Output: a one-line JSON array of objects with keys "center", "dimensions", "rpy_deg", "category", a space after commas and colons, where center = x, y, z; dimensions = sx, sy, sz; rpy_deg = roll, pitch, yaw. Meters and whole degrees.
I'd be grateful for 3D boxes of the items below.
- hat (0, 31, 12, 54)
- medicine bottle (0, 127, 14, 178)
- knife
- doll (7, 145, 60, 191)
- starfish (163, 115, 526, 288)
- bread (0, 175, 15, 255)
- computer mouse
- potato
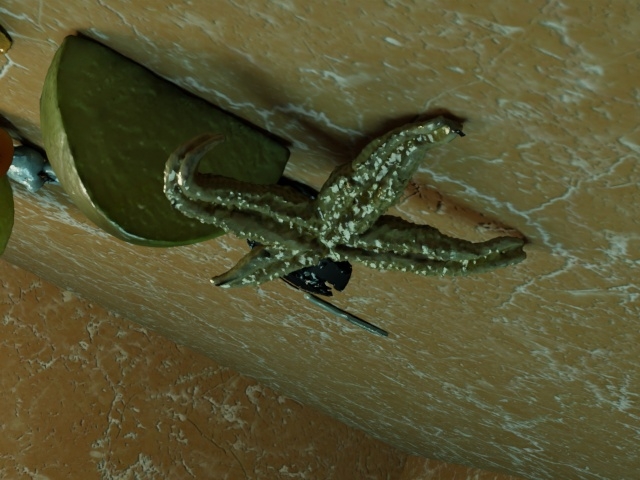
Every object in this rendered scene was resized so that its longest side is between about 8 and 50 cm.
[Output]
[{"center": [-0.585, -0.220, 1.221], "dimensions": [0.244, 0.233, 0.233], "rpy_deg": [27, 164, -8], "category": "hat"}, {"center": [-0.674, -0.177, 1.637], "dimensions": [0.222, 0.112, 0.149], "rpy_deg": [15, 145, 24], "category": "medicine bottle"}, {"center": [0.055, 0.164, 1.953], "dimensions": [0.210, 0.015, 0.028], "rpy_deg": [28, 157, -17], "category": "knife"}, {"center": [-0.524, -0.119, 1.725], "dimensions": [0.180, 0.075, 0.120], "rpy_deg": [27, 157, -17], "category": "doll"}, {"center": [0.044, -0.043, 1.089], "dimensions": [0.432, 0.082, 0.324], "rpy_deg": [-4, 143, 3], "category": "starfish"}, {"center": [-0.846, -0.070, 1.872], "dimensions": [0.308, 0.348, 0.348], "rpy_deg": [15, 163, 42], "category": "bread"}, {"center": [-0.047, 0.002, 1.365], "dimensions": [0.147, 0.077, 0.241], "rpy_deg": [-17, 121, 44], "category": "computer mouse"}, {"center": [-0.260, -0.087, 1.248], "dimensions": [0.330, 0.212, 0.280], "rpy_deg": [29, 162, -13], "category": "potato"}]
